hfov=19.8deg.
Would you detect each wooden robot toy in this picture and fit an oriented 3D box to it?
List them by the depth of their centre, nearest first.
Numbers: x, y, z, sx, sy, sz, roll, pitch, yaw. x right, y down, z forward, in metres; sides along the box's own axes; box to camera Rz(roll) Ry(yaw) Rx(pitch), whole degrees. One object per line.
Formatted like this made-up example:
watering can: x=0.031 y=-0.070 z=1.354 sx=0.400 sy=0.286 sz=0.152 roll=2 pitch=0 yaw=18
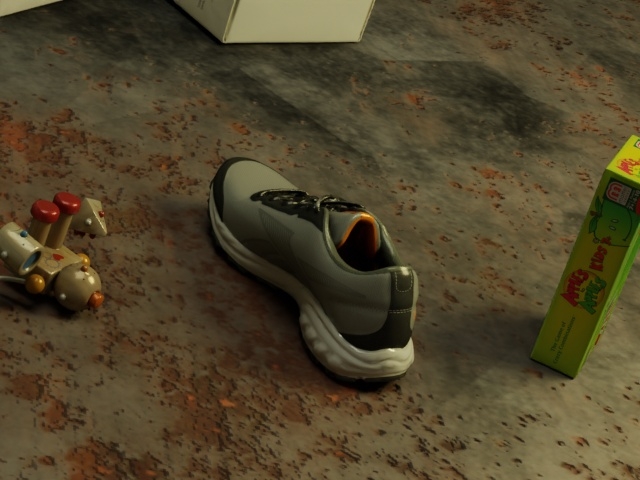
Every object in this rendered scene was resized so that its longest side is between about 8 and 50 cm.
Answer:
wooden robot toy: x=-0.194 y=0.019 z=1.362 sx=0.079 sy=0.076 sz=0.173 roll=39 pitch=32 yaw=15

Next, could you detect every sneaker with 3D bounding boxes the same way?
sneaker: x=0.000 y=0.000 z=1.471 sx=0.100 sy=0.108 sz=0.271 roll=-4 pitch=33 yaw=-34

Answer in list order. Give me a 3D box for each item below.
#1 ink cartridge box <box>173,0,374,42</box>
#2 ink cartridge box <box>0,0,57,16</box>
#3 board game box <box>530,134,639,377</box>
ink cartridge box: x=-0.088 y=-0.324 z=2.007 sx=0.197 sy=0.114 sz=0.273 roll=-6 pitch=35 yaw=-40
ink cartridge box: x=-0.269 y=-0.380 z=1.825 sx=0.117 sy=0.278 sz=0.201 roll=33 pitch=30 yaw=20
board game box: x=0.232 y=0.013 z=1.503 sx=0.043 sy=0.181 sz=0.092 roll=25 pitch=28 yaw=12
